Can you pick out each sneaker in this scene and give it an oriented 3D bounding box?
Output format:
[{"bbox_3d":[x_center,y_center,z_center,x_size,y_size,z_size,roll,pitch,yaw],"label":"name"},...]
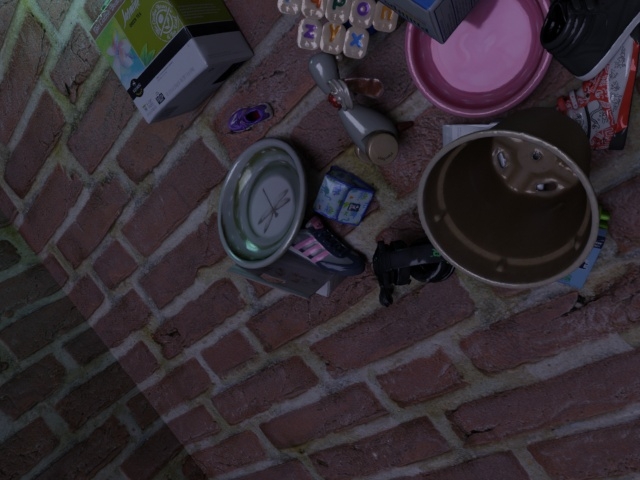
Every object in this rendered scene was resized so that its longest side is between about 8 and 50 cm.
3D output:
[{"bbox_3d":[0.580,-0.323,1.112,0.144,0.090,0.270,7,120,26],"label":"sneaker"},{"bbox_3d":[0.541,-0.469,1.003,0.146,0.105,0.296,17,117,-20],"label":"sneaker"},{"bbox_3d":[-0.226,-0.376,1.602,0.169,0.071,0.068,-14,106,37],"label":"sneaker"},{"bbox_3d":[0.000,0.000,1.625,0.318,0.112,0.131,24,126,19],"label":"sneaker"}]

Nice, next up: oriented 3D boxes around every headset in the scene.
[{"bbox_3d":[0.252,0.085,1.440,0.394,0.243,0.185,158,107,-66],"label":"headset"}]

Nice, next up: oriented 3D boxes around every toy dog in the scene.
[{"bbox_3d":[0.121,-0.343,1.340,0.334,0.161,0.220,56,177,-41],"label":"toy dog"}]

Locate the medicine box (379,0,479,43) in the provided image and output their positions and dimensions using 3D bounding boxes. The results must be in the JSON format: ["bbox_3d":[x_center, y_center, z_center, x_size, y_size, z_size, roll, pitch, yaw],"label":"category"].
[{"bbox_3d":[0.230,-0.602,1.052,0.263,0.149,0.289,44,99,20],"label":"medicine box"}]

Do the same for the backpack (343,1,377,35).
[{"bbox_3d":[0.093,-0.553,1.300,0.120,0.098,0.101,25,129,5],"label":"backpack"}]

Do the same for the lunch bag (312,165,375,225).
[{"bbox_3d":[0.068,-0.124,1.537,0.151,0.096,0.129,25,123,2],"label":"lunch bag"}]

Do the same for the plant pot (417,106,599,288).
[{"bbox_3d":[0.415,-0.122,1.091,0.333,0.305,0.334,19,130,25],"label":"plant pot"}]

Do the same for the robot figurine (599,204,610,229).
[{"bbox_3d":[0.616,-0.056,1.239,0.115,0.067,0.101,12,114,27],"label":"robot figurine"}]

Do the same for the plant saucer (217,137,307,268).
[{"bbox_3d":[-0.161,-0.108,1.617,0.400,0.100,0.401,-10,75,41],"label":"plant saucer"}]

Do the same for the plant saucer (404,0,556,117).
[{"bbox_3d":[0.359,-0.450,1.191,0.331,0.084,0.333,15,121,25],"label":"plant saucer"}]

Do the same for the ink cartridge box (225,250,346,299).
[{"bbox_3d":[-0.101,0.104,1.645,0.296,0.261,0.066,17,121,25],"label":"ink cartridge box"}]

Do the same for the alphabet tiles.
[{"bbox_3d":[0.048,-0.576,1.215,0.283,0.021,0.278,9,113,-3],"label":"alphabet tiles"}]

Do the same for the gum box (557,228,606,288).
[{"bbox_3d":[0.579,0.028,1.274,0.156,0.041,0.184,16,144,20],"label":"gum box"}]

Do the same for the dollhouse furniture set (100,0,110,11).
[{"bbox_3d":[-0.548,-0.822,1.525,0.301,0.151,0.198,-30,96,38],"label":"dollhouse furniture set"}]

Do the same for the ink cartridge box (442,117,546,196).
[{"bbox_3d":[0.432,-0.163,1.306,0.238,0.060,0.275,7,117,30],"label":"ink cartridge box"}]

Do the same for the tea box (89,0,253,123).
[{"bbox_3d":[-0.436,-0.578,1.535,0.329,0.220,0.324,-27,97,38],"label":"tea box"}]
